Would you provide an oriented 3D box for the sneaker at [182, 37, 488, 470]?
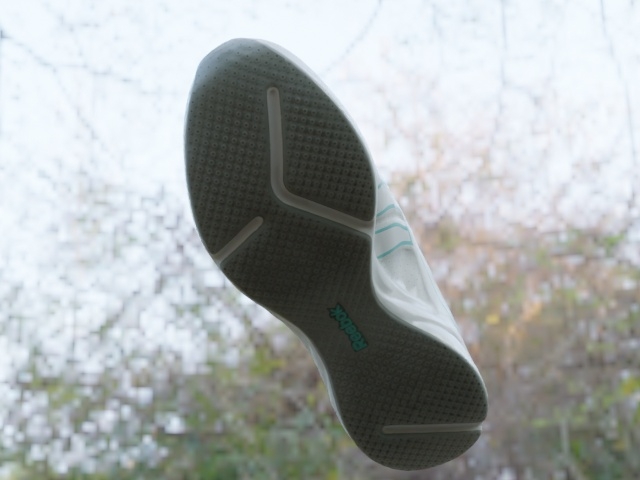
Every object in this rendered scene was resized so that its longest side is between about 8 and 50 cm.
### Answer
[{"bbox_3d":[0.000,0.000,0.562,0.054,0.061,0.152,-24,-57,6],"label":"sneaker"}]
